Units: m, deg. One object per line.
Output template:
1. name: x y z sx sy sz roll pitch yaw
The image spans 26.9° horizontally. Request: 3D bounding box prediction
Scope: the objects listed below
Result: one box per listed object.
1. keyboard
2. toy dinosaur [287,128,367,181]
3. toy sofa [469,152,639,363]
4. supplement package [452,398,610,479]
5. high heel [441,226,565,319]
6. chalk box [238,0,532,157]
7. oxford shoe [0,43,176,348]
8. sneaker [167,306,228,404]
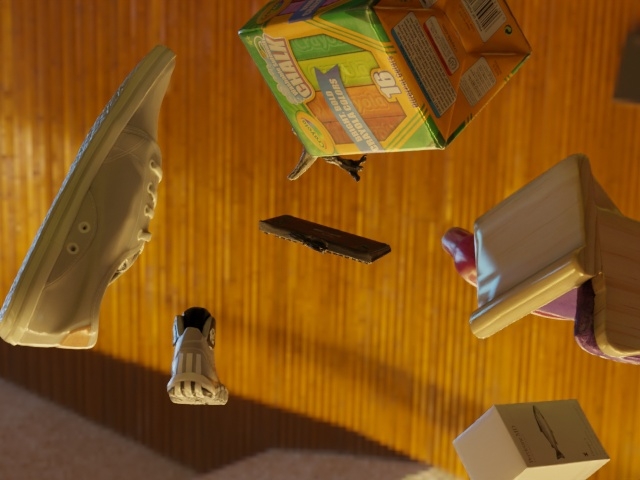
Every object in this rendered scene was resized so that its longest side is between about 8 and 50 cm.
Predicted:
1. keyboard: 0.000 0.000 1.895 0.180 0.023 0.108 16 -165 24
2. toy dinosaur: 0.008 -0.140 1.841 0.118 0.064 0.268 17 157 9
3. toy sofa: 0.319 0.071 1.197 0.362 0.177 0.150 15 151 -27
4. supplement package: 0.295 0.295 1.872 0.179 0.105 0.105 2 -129 -40
5. high heel: 0.262 0.053 1.605 0.244 0.082 0.117 29 -172 -23
6. chalk box: 0.047 -0.213 1.480 0.289 0.180 0.179 -1 -142 51
7. oxford shoe: -0.266 -0.050 1.694 0.130 0.449 0.169 26 152 -12
8. sneaker: -0.172 0.164 1.909 0.086 0.132 0.228 2 169 -4
